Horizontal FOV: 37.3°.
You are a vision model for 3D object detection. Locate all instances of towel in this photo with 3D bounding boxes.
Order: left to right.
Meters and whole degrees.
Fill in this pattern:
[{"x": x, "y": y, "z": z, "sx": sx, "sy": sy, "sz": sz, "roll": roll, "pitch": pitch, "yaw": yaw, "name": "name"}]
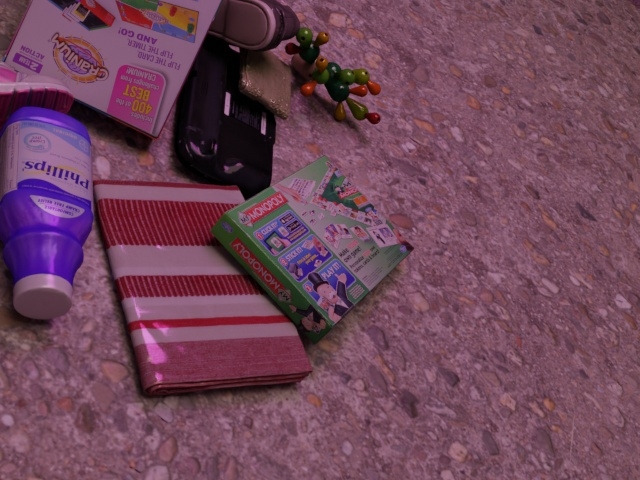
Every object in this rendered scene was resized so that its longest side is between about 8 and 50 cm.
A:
[{"x": -0.166, "y": 0.055, "z": 1.273, "sx": 0.237, "sy": 0.037, "sz": 0.329, "roll": 2, "pitch": 51, "yaw": -34, "name": "towel"}, {"x": -0.092, "y": -0.270, "z": 1.562, "sx": 0.110, "sy": 0.027, "sz": 0.148, "roll": 32, "pitch": 37, "yaw": -33, "name": "towel"}]

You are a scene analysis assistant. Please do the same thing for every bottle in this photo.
[{"x": -0.342, "y": -0.037, "z": 1.173, "sx": 0.118, "sy": 0.092, "sz": 0.283, "roll": 17, "pitch": 45, "yaw": -31, "name": "bottle"}]

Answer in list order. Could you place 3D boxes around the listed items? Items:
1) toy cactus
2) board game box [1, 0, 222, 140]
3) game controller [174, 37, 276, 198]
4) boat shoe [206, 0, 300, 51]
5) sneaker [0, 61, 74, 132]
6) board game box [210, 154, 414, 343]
[{"x": 0.003, "y": -0.287, "z": 1.659, "sx": 0.219, "sy": 0.112, "sz": 0.180, "roll": 35, "pitch": 0, "yaw": -38, "name": "toy cactus"}, {"x": -0.277, "y": -0.338, "z": 1.353, "sx": 0.242, "sy": 0.317, "sz": 0.064, "roll": 26, "pitch": 3, "yaw": -17, "name": "board game box"}, {"x": -0.145, "y": -0.203, "z": 1.518, "sx": 0.166, "sy": 0.067, "sz": 0.319, "roll": 33, "pitch": 38, "yaw": -31, "name": "game controller"}, {"x": -0.182, "y": -0.391, "z": 1.564, "sx": 0.335, "sy": 0.112, "sz": 0.095, "roll": 28, "pitch": 25, "yaw": 26, "name": "boat shoe"}, {"x": -0.446, "y": -0.203, "z": 1.239, "sx": 0.252, "sy": 0.103, "sz": 0.111, "roll": -2, "pitch": 53, "yaw": -43, "name": "sneaker"}, {"x": 0.000, "y": 0.000, "z": 1.403, "sx": 0.213, "sy": 0.046, "sz": 0.317, "roll": 46, "pitch": 32, "yaw": 5, "name": "board game box"}]
